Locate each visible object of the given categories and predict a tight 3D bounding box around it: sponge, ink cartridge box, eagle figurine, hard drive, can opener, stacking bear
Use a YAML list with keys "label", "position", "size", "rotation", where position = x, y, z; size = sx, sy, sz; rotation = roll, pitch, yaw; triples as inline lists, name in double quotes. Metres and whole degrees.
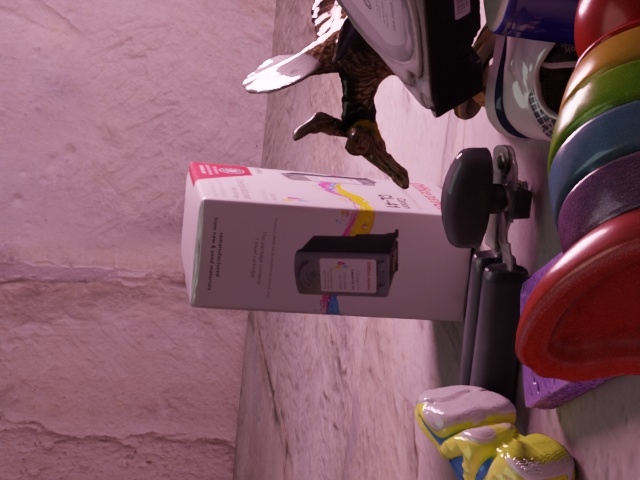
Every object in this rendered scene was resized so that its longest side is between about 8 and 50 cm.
- label: "sponge"
  position: [0.213, 0.071, 1.363]
  size: [0.210, 0.031, 0.117]
  rotation: [121, 150, -73]
- label: "ink cartridge box"
  position: [0.000, 0.000, 1.837]
  size: [0.226, 0.306, 0.131]
  rotation: [-125, 38, -75]
- label: "eagle figurine"
  position: [0.080, -0.233, 1.667]
  size: [0.225, 0.226, 0.298]
  rotation: [-11, -58, -57]
- label: "hard drive"
  position: [0.024, -0.295, 1.436]
  size: [0.339, 0.064, 0.237]
  rotation: [55, 169, 26]
- label: "can opener"
  position: [0.157, 0.039, 1.562]
  size: [0.074, 0.093, 0.280]
  rotation: [-115, 24, -69]
- label: "stacking bear"
  position: [0.218, -0.069, 1.010]
  size: [0.164, 0.175, 0.289]
  rotation: [101, 175, -53]

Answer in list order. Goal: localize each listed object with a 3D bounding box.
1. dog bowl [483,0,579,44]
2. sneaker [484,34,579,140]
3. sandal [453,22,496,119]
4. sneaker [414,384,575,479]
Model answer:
- label: "dog bowl"
  position: [0.195, -0.282, 1.226]
  size: [0.265, 0.104, 0.264]
  rotation: [-176, 90, -88]
- label: "sneaker"
  position: [0.200, -0.203, 1.394]
  size: [0.095, 0.090, 0.235]
  rotation: [-177, 85, -69]
- label: "sandal"
  position: [0.170, -0.166, 1.611]
  size: [0.180, 0.049, 0.072]
  rotation: [98, -162, -70]
- label: "sneaker"
  position: [0.151, 0.218, 1.470]
  size: [0.240, 0.091, 0.126]
  rotation: [-143, 50, -68]
